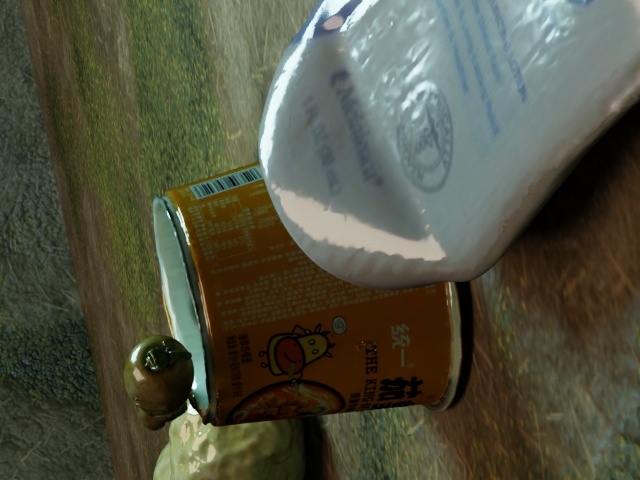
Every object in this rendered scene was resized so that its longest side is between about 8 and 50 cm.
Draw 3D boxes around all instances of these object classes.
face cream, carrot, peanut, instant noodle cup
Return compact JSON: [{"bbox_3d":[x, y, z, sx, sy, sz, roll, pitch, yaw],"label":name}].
[{"bbox_3d":[0.081,-0.108,0.846,0.420,0.137,0.235,126,133,-55],"label":"face cream"},{"bbox_3d":[-0.115,0.109,1.139,0.254,0.049,0.049,115,142,-74],"label":"carrot"},{"bbox_3d":[-0.090,0.232,1.599,0.313,0.152,0.152,100,154,-56],"label":"peanut"},{"bbox_3d":[-0.016,0.032,1.126,0.216,0.172,0.216,168,90,-77],"label":"instant noodle cup"}]
